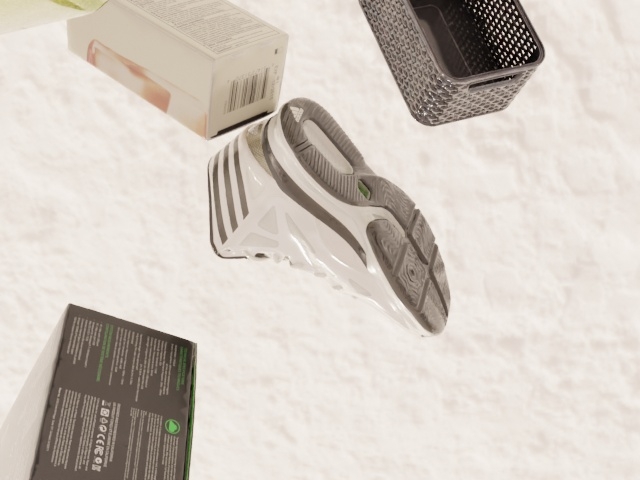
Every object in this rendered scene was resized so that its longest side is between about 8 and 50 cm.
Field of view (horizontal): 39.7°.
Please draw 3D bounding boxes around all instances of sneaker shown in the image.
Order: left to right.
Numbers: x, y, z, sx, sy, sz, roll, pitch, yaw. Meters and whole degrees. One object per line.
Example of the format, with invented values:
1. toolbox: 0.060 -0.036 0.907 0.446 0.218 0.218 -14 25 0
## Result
1. sneaker: 0.000 -0.001 1.375 0.257 0.169 0.447 -22 120 35

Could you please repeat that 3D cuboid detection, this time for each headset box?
1. headset box: -0.234 0.247 0.809 0.131 0.246 0.283 21 129 -22

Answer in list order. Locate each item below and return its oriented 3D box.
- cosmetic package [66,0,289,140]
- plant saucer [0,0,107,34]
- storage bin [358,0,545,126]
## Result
1. cosmetic package: -0.206 -0.277 1.243 0.296 0.153 0.129 35 134 26
2. plant saucer: -0.107 -0.149 0.379 0.188 0.188 0.045 4 143 45
3. storage bin: 0.129 -0.219 0.899 0.122 0.180 0.084 -15 160 -20
